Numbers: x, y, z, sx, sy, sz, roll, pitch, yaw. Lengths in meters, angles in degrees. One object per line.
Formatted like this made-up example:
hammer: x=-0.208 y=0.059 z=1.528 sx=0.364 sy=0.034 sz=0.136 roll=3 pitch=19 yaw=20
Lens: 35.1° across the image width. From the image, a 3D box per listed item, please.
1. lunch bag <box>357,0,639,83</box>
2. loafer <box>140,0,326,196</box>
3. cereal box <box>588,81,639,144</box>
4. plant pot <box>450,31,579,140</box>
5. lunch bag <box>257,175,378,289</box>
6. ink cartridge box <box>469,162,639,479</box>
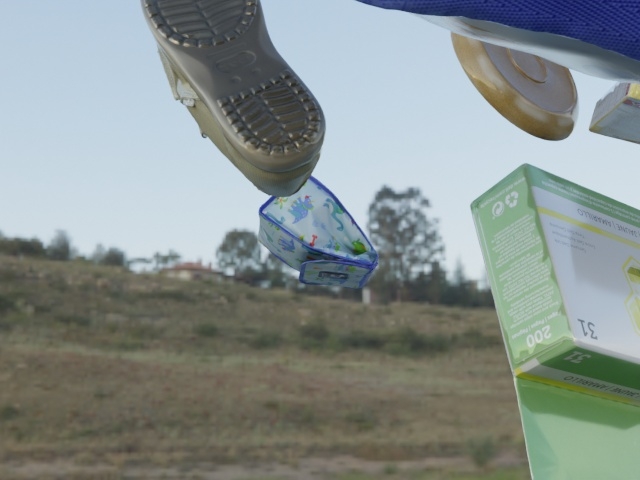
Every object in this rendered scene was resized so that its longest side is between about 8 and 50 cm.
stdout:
lunch bag: x=0.013 y=-0.216 z=0.437 sx=0.328 sy=0.385 sz=0.239 roll=10 pitch=-51 yaw=-12
loafer: x=-0.079 y=-0.135 z=0.840 sx=0.102 sy=0.268 sz=0.092 roll=-17 pitch=-36 yaw=-15
cereal box: x=0.410 y=-0.137 z=1.141 sx=0.173 sy=0.047 sz=0.240 roll=17 pitch=-1 yaw=5
plant pot: x=0.283 y=-0.244 z=1.424 sx=0.236 sy=0.236 sz=0.032 roll=8 pitch=-36 yaw=-38
lunch bag: x=0.000 y=0.000 z=1.241 sx=0.151 sy=0.096 sz=0.129 roll=35 pitch=-14 yaw=5
ink cartridge box: x=0.182 y=0.084 z=0.595 sx=0.171 sy=0.235 sz=0.056 roll=17 pitch=-39 yaw=-35
